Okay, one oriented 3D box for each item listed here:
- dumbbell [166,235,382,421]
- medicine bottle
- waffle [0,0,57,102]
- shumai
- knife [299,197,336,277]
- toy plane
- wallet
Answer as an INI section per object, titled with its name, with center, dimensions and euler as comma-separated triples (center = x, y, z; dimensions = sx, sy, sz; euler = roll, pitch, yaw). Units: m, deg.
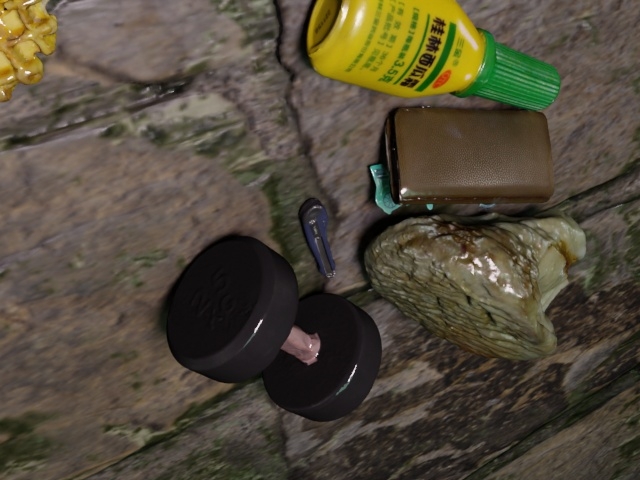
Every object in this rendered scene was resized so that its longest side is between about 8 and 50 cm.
[dumbbell]
center = -0.047, 0.106, 0.796
dimensions = 0.152, 0.152, 0.218
euler = -46, 133, 9
[medicine bottle]
center = 0.129, -0.190, 0.721
dimensions = 0.309, 0.076, 0.111
euler = 6, 128, -34
[waffle]
center = -0.276, -0.178, 0.500
dimensions = 0.191, 0.038, 0.191
euler = -7, 137, -6
[shumai]
center = 0.197, 0.013, 0.877
dimensions = 0.272, 0.222, 0.203
euler = 40, 64, -36
[knife]
center = 0.000, 0.000, 0.833
dimensions = 0.031, 0.018, 0.121
euler = -25, 134, -8
[toy plane]
center = 0.170, -0.082, 0.837
dimensions = 0.235, 0.060, 0.096
euler = -24, 111, -16
[wallet]
center = 0.170, -0.094, 0.794
dimensions = 0.198, 0.031, 0.110
euler = -3, 84, -19
